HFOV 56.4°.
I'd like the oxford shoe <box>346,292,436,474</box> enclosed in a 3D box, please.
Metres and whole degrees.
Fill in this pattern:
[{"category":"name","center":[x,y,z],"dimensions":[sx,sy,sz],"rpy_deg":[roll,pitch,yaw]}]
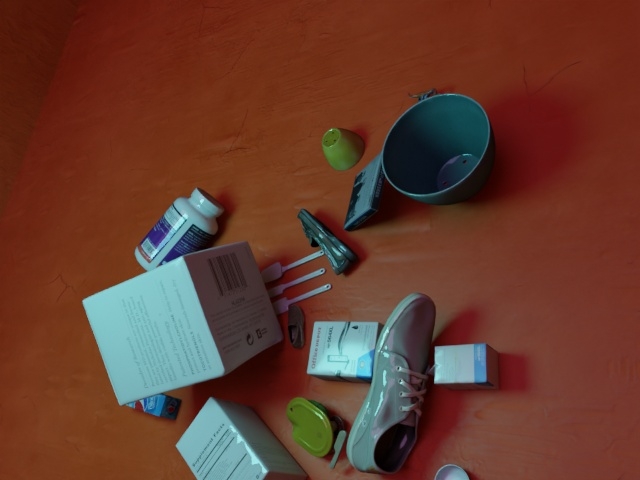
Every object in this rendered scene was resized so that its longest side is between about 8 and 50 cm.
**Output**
[{"category":"oxford shoe","center":[0.195,0.347,1.409],"dimensions":[0.130,0.169,0.449],"rpy_deg":[14,84,57]}]

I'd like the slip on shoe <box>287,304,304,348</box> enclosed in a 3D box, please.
[{"category":"slip on shoe","center":[-0.077,0.248,1.743],"dimensions":[0.051,0.041,0.135],"rpy_deg":[-19,59,27]}]

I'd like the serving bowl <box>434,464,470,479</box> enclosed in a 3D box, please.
[{"category":"serving bowl","center":[0.298,0.546,1.332],"dimensions":[0.083,0.027,0.083],"rpy_deg":[-16,60,29]}]

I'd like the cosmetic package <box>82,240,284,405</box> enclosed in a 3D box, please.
[{"category":"cosmetic package","center":[-0.386,0.230,1.720],"dimensions":[0.394,0.329,0.327],"rpy_deg":[-22,88,27]}]

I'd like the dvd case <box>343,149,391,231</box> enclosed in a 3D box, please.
[{"category":"dvd case","center":[0.130,-0.137,1.697],"dimensions":[0.239,0.030,0.179],"rpy_deg":[143,144,-70]}]

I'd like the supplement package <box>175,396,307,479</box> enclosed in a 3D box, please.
[{"category":"supplement package","center":[-0.214,0.587,1.587],"dimensions":[0.293,0.177,0.175],"rpy_deg":[37,93,42]}]

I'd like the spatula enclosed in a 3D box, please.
[{"category":"spatula","center":[-0.080,0.124,1.824],"dimensions":[0.242,0.019,0.168],"rpy_deg":[-25,55,25]}]

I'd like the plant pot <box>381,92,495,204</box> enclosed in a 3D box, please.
[{"category":"plant pot","center":[0.335,-0.209,1.565],"dimensions":[0.290,0.195,0.290],"rpy_deg":[-16,60,30]}]

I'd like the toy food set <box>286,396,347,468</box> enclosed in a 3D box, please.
[{"category":"toy food set","center":[0.003,0.490,1.558],"dimensions":[0.218,0.071,0.128],"rpy_deg":[25,108,43]}]

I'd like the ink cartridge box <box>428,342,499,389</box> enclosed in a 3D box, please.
[{"category":"ink cartridge box","center":[0.331,0.296,1.388],"dimensions":[0.143,0.092,0.089],"rpy_deg":[-9,63,32]}]

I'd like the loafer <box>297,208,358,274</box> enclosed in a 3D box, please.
[{"category":"loafer","center":[0.000,0.000,1.776],"dimensions":[0.084,0.096,0.267],"rpy_deg":[-51,51,5]}]

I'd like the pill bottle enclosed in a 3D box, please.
[{"category":"pill bottle","center":[-0.485,-0.024,2.085],"dimensions":[0.323,0.181,0.181],"rpy_deg":[-49,49,6]}]

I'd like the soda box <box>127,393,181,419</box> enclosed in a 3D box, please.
[{"category":"soda box","center":[-0.554,0.523,1.938],"dimensions":[0.210,0.071,0.067],"rpy_deg":[2,69,37]}]

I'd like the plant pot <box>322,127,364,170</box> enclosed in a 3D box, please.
[{"category":"plant pot","center":[0.058,-0.301,1.880],"dimensions":[0.134,0.095,0.134],"rpy_deg":[-17,59,30]}]

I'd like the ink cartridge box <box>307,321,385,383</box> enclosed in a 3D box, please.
[{"category":"ink cartridge box","center":[0.075,0.295,1.581],"dimensions":[0.203,0.086,0.148],"rpy_deg":[-6,65,33]}]

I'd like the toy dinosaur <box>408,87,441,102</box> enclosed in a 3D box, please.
[{"category":"toy dinosaur","center":[0.312,-0.430,1.775],"dimensions":[0.082,0.090,0.047],"rpy_deg":[120,169,-63]}]
